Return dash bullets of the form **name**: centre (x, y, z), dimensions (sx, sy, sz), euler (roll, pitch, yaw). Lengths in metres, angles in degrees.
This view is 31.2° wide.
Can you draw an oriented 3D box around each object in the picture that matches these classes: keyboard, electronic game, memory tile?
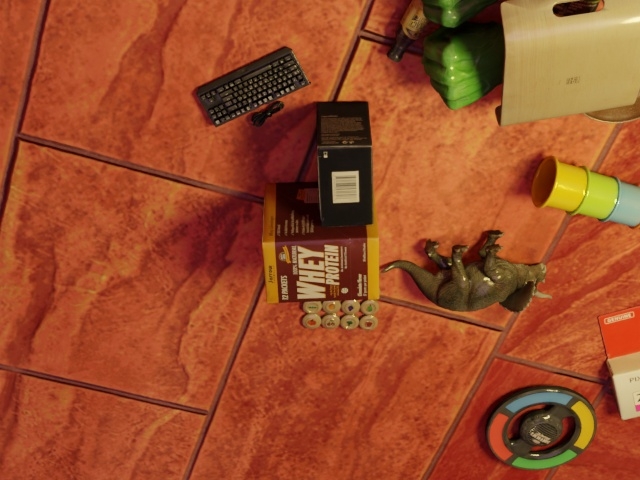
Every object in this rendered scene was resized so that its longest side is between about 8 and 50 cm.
- **keyboard**: centre (-0.106, -0.243, 1.920), dimensions (0.180, 0.023, 0.108), euler (-23, 122, 14)
- **electronic game**: centre (0.453, 0.387, 2.356), dimensions (0.229, 0.048, 0.229), euler (-1, 125, -2)
- **memory tile**: centre (0.039, 0.125, 2.183), dimensions (0.148, 0.012, 0.113), euler (2, 124, -3)

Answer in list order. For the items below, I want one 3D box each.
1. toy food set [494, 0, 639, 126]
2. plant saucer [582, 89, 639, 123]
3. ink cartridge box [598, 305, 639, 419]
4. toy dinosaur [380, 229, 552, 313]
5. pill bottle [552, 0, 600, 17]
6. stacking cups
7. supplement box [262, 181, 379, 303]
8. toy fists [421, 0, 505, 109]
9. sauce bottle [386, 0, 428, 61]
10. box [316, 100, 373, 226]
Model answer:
- **toy food set**: centre (0.382, -0.285, 1.766), dimensions (0.220, 0.092, 0.306), euler (-9, 157, 4)
- **plant saucer**: centre (0.500, -0.289, 1.902), dimensions (0.199, 0.036, 0.198), euler (-1, 125, -1)
- **ink cartridge box**: centre (0.701, 0.220, 2.245), dimensions (0.275, 0.060, 0.238), euler (-15, 125, 8)
- **toy dinosaur**: centre (0.272, 0.074, 2.094), dimensions (0.314, 0.121, 0.160), euler (-9, 111, -1)
- **pill bottle**: centre (0.401, -0.467, 1.720), dimensions (0.131, 0.130, 0.245), euler (15, 123, -12)
- **stacking cups**: centre (0.536, -0.072, 2.025), dimensions (0.316, 0.096, 0.096), euler (11, 123, -13)
- **supplement box**: centre (0.000, 0.000, 1.987), dimensions (0.194, 0.191, 0.129), euler (-2, 124, 0)
- **toy fists**: centre (0.221, -0.342, 1.796), dimensions (0.142, 0.096, 0.279), euler (-30, 132, -32)
- **sauce bottle**: centre (0.148, -0.346, 1.847), dimensions (0.042, 0.042, 0.128), euler (19, 122, -15)
- **box**: centre (0.040, -0.130, 1.919), dimensions (0.093, 0.158, 0.156), euler (-2, 125, 0)
